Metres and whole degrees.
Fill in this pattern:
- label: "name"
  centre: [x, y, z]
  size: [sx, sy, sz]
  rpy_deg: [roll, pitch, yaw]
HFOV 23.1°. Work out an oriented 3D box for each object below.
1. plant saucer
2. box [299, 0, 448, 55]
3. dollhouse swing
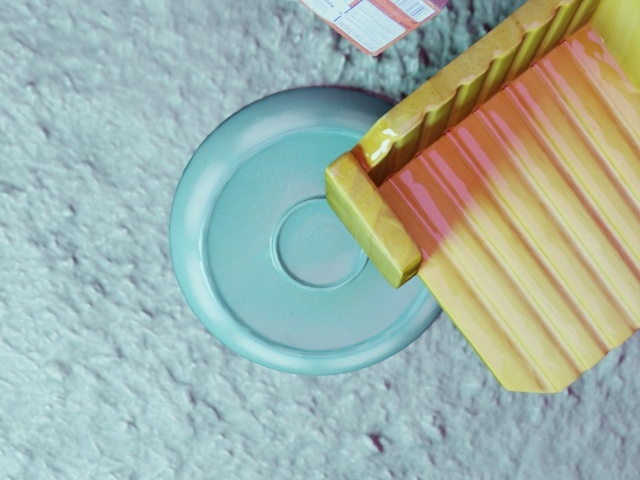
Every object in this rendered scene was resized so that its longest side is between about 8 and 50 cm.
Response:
- label: "plant saucer"
  centre: [0.000, 0.000, 1.635]
  size: [0.317, 0.044, 0.318]
  rpy_deg: [-1, 107, -3]
- label: "box"
  centre: [-0.002, -0.330, 1.458]
  size: [0.300, 0.154, 0.142]
  rpy_deg: [37, 66, -12]
- label: "dollhouse swing"
  centre: [0.230, -0.039, 1.494]
  size: [0.347, 0.315, 0.305]
  rpy_deg: [-38, 85, -3]
